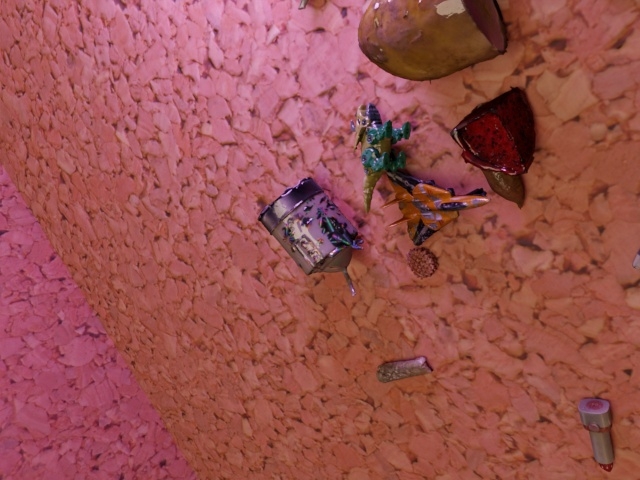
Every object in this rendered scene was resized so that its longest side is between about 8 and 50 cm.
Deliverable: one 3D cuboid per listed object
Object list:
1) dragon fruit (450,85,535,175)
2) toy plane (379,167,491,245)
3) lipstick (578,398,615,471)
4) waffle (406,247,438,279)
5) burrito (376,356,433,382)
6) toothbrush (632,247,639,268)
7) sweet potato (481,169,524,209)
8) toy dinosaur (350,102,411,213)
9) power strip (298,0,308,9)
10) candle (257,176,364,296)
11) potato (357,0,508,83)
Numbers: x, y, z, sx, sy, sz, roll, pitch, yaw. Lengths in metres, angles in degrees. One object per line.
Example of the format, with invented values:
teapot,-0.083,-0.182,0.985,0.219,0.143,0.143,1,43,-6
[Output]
dragon fruit,0.363,-0.207,1.135,0.161,0.127,0.121,59,150,-4
toy plane,0.268,-0.085,1.246,0.316,0.103,0.204,-6,109,56
lipstick,0.634,0.452,1.274,0.063,0.057,0.186,-6,110,39
waffle,0.250,0.055,1.398,0.075,0.029,0.083,-24,93,42
burrito,0.226,0.357,1.553,0.171,0.042,0.051,-21,87,40
toothbrush,0.639,-0.067,1.039,0.024,0.026,0.287,27,126,29
sweet potato,0.363,-0.161,1.184,0.226,0.068,0.068,55,132,6
toy dinosaur,0.131,-0.190,1.308,0.153,0.094,0.259,9,103,56
power strip,-0.033,-0.667,1.252,0.093,0.053,0.287,24,124,26
candle,0.000,0.000,1.458,0.330,0.187,0.187,50,132,6
potato,0.197,-0.414,1.098,0.266,0.229,0.229,-20,98,42
